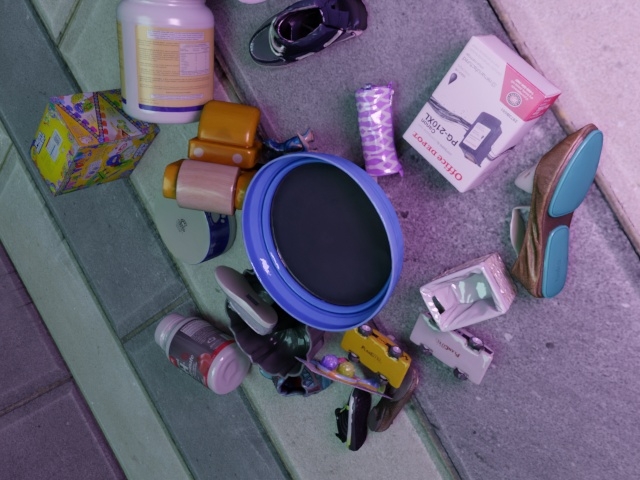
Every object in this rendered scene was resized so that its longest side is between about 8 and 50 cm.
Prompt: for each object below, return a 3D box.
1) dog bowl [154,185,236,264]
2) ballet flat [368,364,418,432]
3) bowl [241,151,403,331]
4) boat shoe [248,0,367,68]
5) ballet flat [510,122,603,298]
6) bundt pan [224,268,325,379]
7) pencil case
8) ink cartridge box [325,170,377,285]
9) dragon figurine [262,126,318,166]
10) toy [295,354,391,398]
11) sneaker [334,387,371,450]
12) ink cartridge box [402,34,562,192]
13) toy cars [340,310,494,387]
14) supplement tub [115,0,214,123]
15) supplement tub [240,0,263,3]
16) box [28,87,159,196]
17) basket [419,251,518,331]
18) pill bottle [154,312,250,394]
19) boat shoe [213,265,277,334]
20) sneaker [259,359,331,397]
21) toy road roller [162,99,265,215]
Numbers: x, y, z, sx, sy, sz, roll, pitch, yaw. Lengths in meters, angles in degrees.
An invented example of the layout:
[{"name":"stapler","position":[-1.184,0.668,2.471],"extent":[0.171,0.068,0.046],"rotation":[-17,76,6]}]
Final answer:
[{"name":"dog bowl","position":[-0.386,-0.064,1.684],"extent":[0.265,0.104,0.265],"rotation":[17,119,34]},{"name":"ballet flat","position":[0.196,0.414,1.432],"extent":[0.084,0.058,0.250],"rotation":[-109,35,-52]},{"name":"bowl","position":[0.000,0.000,1.169],"extent":[0.391,0.077,0.391],"rotation":[16,118,32]},{"name":"boat shoe","position":[-0.075,-0.461,1.216],"extent":[0.340,0.158,0.127],"rotation":[-6,103,41]},{"name":"ballet flat","position":[0.416,-0.057,1.023],"extent":[0.124,0.116,0.342],"rotation":[36,134,48]},{"name":"bundt pan","position":[-0.117,0.216,1.561],"extent":[0.331,0.124,0.331],"rotation":[16,117,34]},{"name":"pencil case","position":[0.128,-0.239,1.195],"extent":[0.088,0.086,0.206],"rotation":[-3,109,16]},{"name":"ink cartridge box","position":[0.027,-0.042,1.298],"extent":[0.168,0.171,0.232],"rotation":[11,114,36]},{"name":"dragon figurine","position":[-0.081,-0.208,1.301],"extent":[0.144,0.289,0.085],"rotation":[-15,103,4]},{"name":"toy","position":[0.065,0.334,1.410],"extent":[0.237,0.056,0.137],"rotation":[28,172,-19]},{"name":"sneaker","position":[0.076,0.491,1.541],"extent":[0.097,0.084,0.234],"rotation":[22,121,33]},{"name":"ink cartridge box","position":[0.295,-0.234,1.038],"extent":[0.172,0.100,0.237],"rotation":[47,131,15]},{"name":"toy cars","position":[0.228,0.254,1.316],"extent":[0.394,0.087,0.176],"rotation":[-15,91,39]},{"name":"supplement tub","position":[-0.396,-0.490,1.419],"extent":[0.241,0.241,0.331],"rotation":[25,122,31]},{"name":"supplement tub","position":[-0.189,-0.698,1.161],"extent":[0.325,0.235,0.235],"rotation":[55,133,7]},{"name":"box","position":[-0.717,-0.312,1.740],"extent":[0.290,0.279,0.177],"rotation":[-37,83,42]},{"name":"basket","position":[0.316,0.107,1.163],"extent":[0.167,0.103,0.113],"rotation":[-29,89,44]},{"name":"pill bottle","position":[-0.399,0.361,1.825],"extent":[0.318,0.176,0.176],"rotation":[22,121,32]},{"name":"boat shoe","position":[-0.214,0.166,1.484],"extent":[0.227,0.079,0.081],"rotation":[44,126,14]},{"name":"sneaker","position":[-0.101,0.396,1.622],"extent":[0.262,0.125,0.104],"rotation":[-1,107,40]},{"name":"toy road roller","position":[-0.243,-0.214,1.358],"extent":[0.202,0.329,0.240],"rotation":[9,108,0]}]
